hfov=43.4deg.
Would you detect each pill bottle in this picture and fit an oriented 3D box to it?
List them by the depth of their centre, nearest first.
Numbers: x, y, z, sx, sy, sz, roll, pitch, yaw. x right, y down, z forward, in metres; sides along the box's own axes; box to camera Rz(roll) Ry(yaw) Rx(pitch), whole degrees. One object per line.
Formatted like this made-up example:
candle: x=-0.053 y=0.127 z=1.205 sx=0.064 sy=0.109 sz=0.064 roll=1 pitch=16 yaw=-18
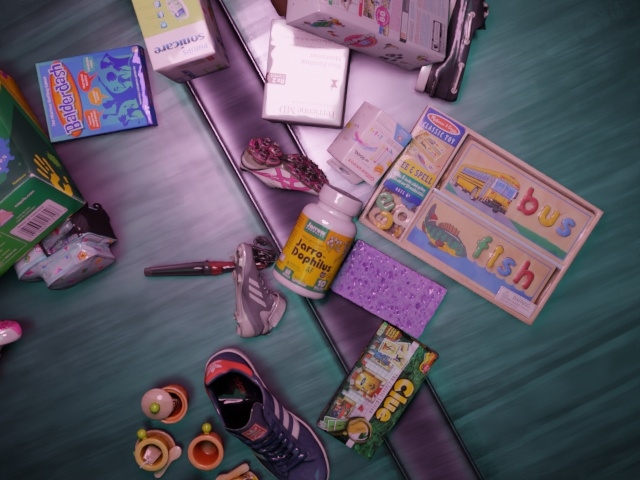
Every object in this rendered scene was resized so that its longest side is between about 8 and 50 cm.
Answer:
pill bottle: x=0.000 y=0.000 z=1.568 sx=0.117 sy=0.117 sz=0.208 roll=27 pitch=100 yaw=-1

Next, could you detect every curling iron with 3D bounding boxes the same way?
curling iron: x=-0.220 y=0.042 z=1.626 sx=0.274 sy=0.035 sz=0.068 roll=-10 pitch=101 yaw=2

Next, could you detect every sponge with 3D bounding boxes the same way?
sponge: x=0.136 y=0.097 z=1.623 sx=0.210 sy=0.031 sz=0.117 roll=30 pitch=95 yaw=0

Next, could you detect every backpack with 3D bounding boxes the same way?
backpack: x=-0.507 y=0.019 z=1.570 sx=0.188 sy=0.166 sz=0.144 roll=-23 pitch=84 yaw=6

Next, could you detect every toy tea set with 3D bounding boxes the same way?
toy tea set: x=-0.275 y=0.457 z=1.620 sx=0.200 sy=0.124 sz=0.336 roll=-34 pitch=93 yaw=4

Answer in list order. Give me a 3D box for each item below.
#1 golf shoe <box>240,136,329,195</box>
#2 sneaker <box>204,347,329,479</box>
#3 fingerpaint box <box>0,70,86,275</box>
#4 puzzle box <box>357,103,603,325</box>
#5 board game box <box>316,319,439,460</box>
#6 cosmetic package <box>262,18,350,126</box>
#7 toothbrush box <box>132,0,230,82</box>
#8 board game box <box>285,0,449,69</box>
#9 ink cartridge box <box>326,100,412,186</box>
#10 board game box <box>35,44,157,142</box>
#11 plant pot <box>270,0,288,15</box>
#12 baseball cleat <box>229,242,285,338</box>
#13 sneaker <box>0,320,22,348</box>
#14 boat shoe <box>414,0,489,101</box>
golf shoe: x=-0.071 y=-0.135 z=1.601 sx=0.186 sy=0.067 sz=0.086 roll=27 pitch=137 yaw=-12
sneaker: x=-0.115 y=0.378 z=1.596 sx=0.131 sy=0.148 sz=0.350 roll=-41 pitch=93 yaw=5
fingerpaint box: x=-0.719 y=-0.082 z=1.494 sx=0.445 sy=0.163 sz=0.371 roll=-39 pitch=63 yaw=5
puzzle box: x=0.315 y=-0.050 z=1.594 sx=0.409 sy=0.052 sz=0.272 roll=31 pitch=95 yaw=-1
board game box: x=0.116 y=0.306 z=1.643 sx=0.136 sy=0.030 sz=0.260 roll=32 pitch=95 yaw=-3
cosmetic package: x=-0.023 y=-0.311 z=1.532 sx=0.151 sy=0.151 sz=0.184 roll=6 pitch=95 yaw=2
toothbrush box: x=-0.277 y=-0.455 z=1.502 sx=0.122 sy=0.206 sz=0.283 roll=-16 pitch=93 yaw=3
board game box: x=0.093 y=-0.454 z=1.421 sx=0.303 sy=0.097 sz=0.224 roll=10 pitch=82 yaw=-39
ink cartridge box: x=0.089 y=-0.180 z=1.557 sx=0.092 sy=0.090 sz=0.143 roll=35 pitch=96 yaw=-28
board game box: x=-0.444 y=-0.290 z=1.600 sx=0.210 sy=0.047 sz=0.160 roll=-10 pitch=95 yaw=4
plant pot: x=-0.047 y=-0.546 z=1.503 sx=0.215 sy=0.215 sz=0.230 roll=-10 pitch=108 yaw=3
baseball cleat: x=-0.124 y=0.096 z=1.604 sx=0.109 sy=0.072 sz=0.206 roll=-5 pitch=116 yaw=-18
sneaker: x=-0.702 y=0.253 z=1.636 sx=0.252 sy=0.103 sz=0.111 roll=-31 pitch=97 yaw=11
boat shoe: x=0.272 y=-0.417 z=1.540 sx=0.091 sy=0.114 sz=0.302 roll=20 pitch=107 yaw=1
